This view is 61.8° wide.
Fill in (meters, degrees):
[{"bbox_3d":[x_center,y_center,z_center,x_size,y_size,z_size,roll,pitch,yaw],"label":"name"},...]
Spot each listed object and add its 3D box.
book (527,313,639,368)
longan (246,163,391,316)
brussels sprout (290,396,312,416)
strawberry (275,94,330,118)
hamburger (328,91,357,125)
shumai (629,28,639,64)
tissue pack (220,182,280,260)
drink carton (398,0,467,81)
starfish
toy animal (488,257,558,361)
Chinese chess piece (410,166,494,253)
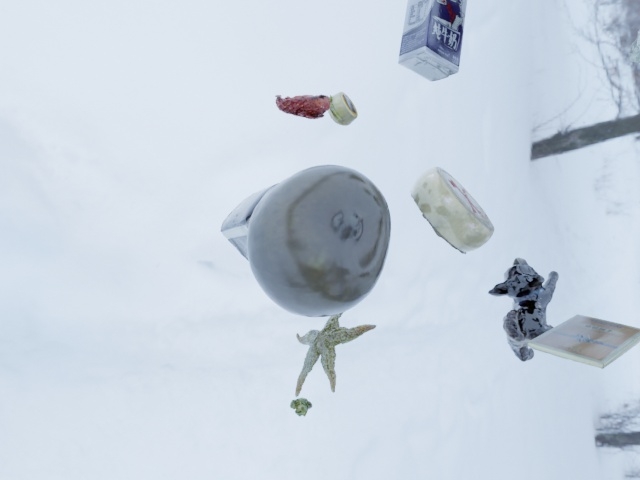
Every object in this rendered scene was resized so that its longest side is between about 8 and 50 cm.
[{"bbox_3d":[0.612,0.224,1.221,0.241,0.170,0.018,-13,106,-39],"label":"book"},{"bbox_3d":[0.000,0.000,1.247,0.361,0.360,0.361,19,67,-55],"label":"longan"},{"bbox_3d":[-0.066,0.605,1.969,0.058,0.085,0.085,-54,128,-36],"label":"brussels sprout"},{"bbox_3d":[-0.058,-0.436,1.742,0.188,0.121,0.082,-10,111,-22],"label":"strawberry"},{"bbox_3d":[0.075,-0.484,1.976,0.127,0.081,0.141,60,24,0],"label":"hamburger"},{"bbox_3d":[0.932,-0.543,1.422,0.304,0.263,0.309,12,112,-24],"label":"shumai"},{"bbox_3d":[-0.195,-0.056,1.828,0.198,0.370,0.210,41,74,-16],"label":"tissue pack"},{"bbox_3d":[0.293,-0.549,1.389,0.134,0.102,0.222,14,80,-33],"label":"drink carton"},{"bbox_3d":[0.031,0.352,1.799,0.078,0.347,0.358,54,8,-28],"label":"starfish"},{"bbox_3d":[0.698,0.212,1.823,0.302,0.194,0.344,26,54,-39],"label":"toy animal"},{"bbox_3d":[0.476,-0.111,1.935,0.338,0.140,0.338,40,23,-21],"label":"Chinese chess piece"}]
